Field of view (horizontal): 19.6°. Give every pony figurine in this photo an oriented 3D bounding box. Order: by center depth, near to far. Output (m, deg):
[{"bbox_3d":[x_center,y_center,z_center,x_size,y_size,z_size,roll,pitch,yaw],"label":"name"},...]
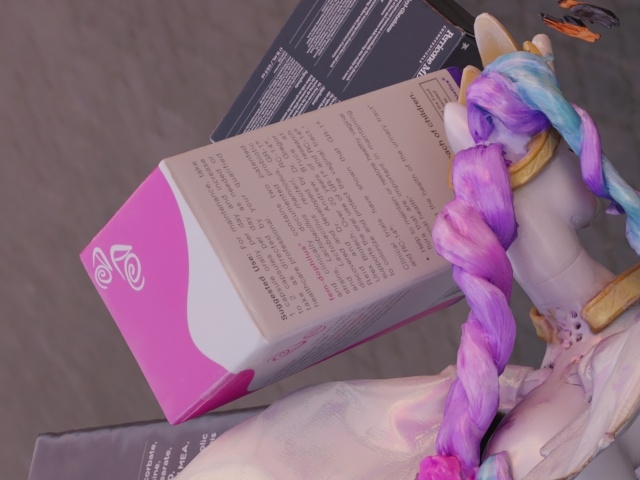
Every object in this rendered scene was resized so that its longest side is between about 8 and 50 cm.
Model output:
[{"bbox_3d":[0.114,0.106,0.919,0.302,0.351,0.363,-16,116,44],"label":"pony figurine"}]

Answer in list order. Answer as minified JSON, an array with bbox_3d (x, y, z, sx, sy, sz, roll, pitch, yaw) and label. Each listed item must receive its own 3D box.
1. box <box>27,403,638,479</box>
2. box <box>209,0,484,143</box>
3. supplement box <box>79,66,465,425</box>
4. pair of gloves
[{"bbox_3d":[0.066,0.330,1.481,0.480,0.297,0.471,23,155,-38],"label":"box"},{"bbox_3d":[0.037,-0.149,1.878,0.184,0.103,0.261,45,110,29],"label":"box"},{"bbox_3d":[0.000,0.000,1.002,0.114,0.220,0.111,59,139,10],"label":"supplement box"},{"bbox_3d":[0.281,-0.241,2.011,0.074,0.010,0.083,19,163,-15],"label":"pair of gloves"}]
